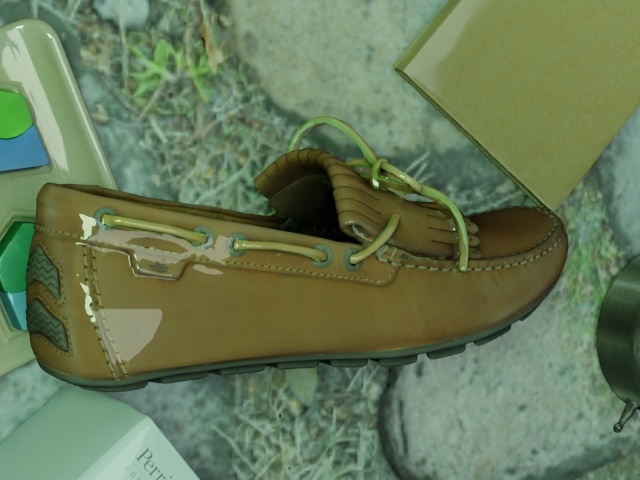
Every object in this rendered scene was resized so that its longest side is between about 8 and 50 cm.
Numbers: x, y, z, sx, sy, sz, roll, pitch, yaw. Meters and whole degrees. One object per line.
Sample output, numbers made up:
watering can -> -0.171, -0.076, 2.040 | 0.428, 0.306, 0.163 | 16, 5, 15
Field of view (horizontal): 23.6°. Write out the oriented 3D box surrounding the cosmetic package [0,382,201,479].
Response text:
cosmetic package -> -0.141, 0.243, 0.909 | 0.225, 0.138, 0.224 | -44, 113, -19

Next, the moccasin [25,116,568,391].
moccasin -> -0.002, 0.000, 0.956 | 0.380, 0.139, 0.147 | -2, 100, -28

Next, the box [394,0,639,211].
box -> 0.171, -0.146, 1.077 | 0.164, 0.021, 0.201 | 40, 88, -24

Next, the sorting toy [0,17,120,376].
sorting toy -> -0.216, -0.007, 0.895 | 0.208, 0.038, 0.193 | -27, 108, -23

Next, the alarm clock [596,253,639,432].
alarm clock -> 0.277, 0.051, 1.155 | 0.129, 0.064, 0.192 | 1, 92, -28
